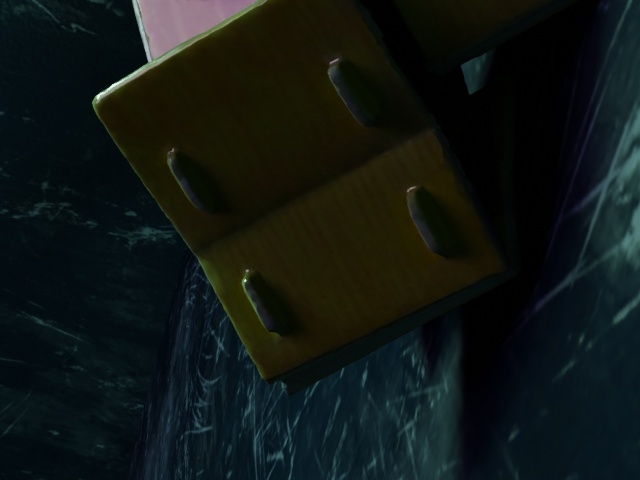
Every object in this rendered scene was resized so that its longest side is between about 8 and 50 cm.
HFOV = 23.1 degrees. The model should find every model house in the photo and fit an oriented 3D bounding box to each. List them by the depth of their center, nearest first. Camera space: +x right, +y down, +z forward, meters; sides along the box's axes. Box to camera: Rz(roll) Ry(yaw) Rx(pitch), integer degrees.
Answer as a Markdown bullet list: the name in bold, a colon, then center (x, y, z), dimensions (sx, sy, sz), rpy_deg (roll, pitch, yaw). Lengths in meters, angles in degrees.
- **model house**: center (0.055, -0.096, 0.866), dimensions (0.300, 0.340, 0.323), rpy_deg (-27, 65, 26)
